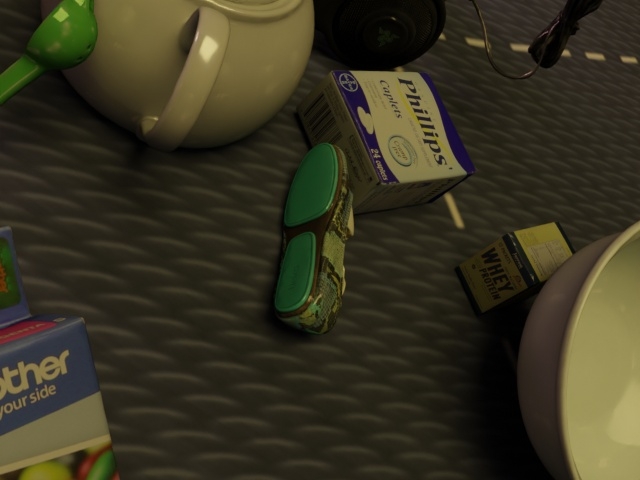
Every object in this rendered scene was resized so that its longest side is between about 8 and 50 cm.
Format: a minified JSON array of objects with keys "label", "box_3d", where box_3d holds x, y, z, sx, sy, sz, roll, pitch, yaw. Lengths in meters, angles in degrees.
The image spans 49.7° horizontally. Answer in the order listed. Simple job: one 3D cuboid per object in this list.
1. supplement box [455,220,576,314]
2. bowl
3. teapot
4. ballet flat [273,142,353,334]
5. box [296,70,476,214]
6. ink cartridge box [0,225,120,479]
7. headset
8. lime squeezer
[{"label":"supplement box","box_3d":[0.202,0.028,0.705,0.083,0.083,0.056,-11,69,-37]},{"label":"bowl","box_3d":[0.286,0.120,0.646,0.298,0.134,0.297,-1,91,-26]},{"label":"teapot","box_3d":[-0.101,-0.211,0.576,0.253,0.187,0.256,-30,84,-39]},{"label":"ballet flat","box_3d":[0.000,0.000,0.616,0.070,0.070,0.188,25,56,-19]},{"label":"box","box_3d":[0.066,-0.100,0.694,0.137,0.072,0.126,-11,72,-39]},{"label":"ink cartridge box","box_3d":[-0.178,0.160,0.312,0.186,0.065,0.310,-18,100,-48]},{"label":"headset","box_3d":[0.101,-0.309,0.759,0.394,0.185,0.243,28,53,-3]},{"label":"lime squeezer","box_3d":[-0.203,-0.188,0.472,0.110,0.310,0.059,12,12,3]}]
